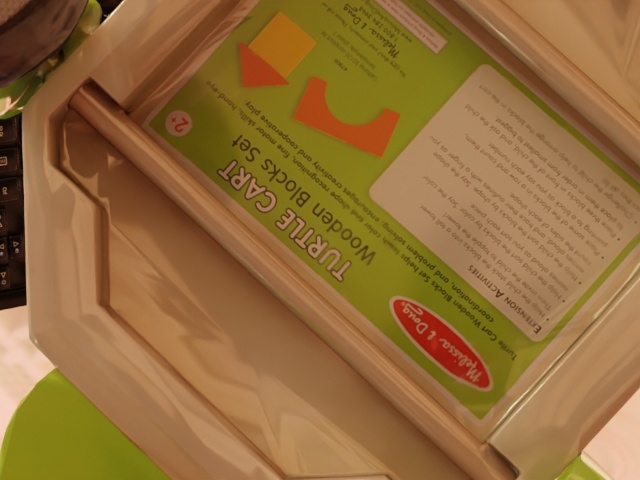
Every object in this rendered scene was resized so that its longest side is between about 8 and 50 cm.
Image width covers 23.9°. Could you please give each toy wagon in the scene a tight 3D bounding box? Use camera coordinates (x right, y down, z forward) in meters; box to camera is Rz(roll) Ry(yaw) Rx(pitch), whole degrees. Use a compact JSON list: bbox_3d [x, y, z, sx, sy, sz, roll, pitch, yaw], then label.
[{"bbox_3d":[0.000,0.000,0.528,0.267,0.344,0.068,43,-1,5],"label":"toy wagon"}]

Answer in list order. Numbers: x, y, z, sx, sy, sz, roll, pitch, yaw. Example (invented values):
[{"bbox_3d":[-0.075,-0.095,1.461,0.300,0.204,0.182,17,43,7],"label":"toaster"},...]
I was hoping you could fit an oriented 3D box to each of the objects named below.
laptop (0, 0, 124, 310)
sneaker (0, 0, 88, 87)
[{"bbox_3d":[-0.059,-0.074,0.629,0.136,0.264,0.234,25,-60,54],"label":"laptop"},{"bbox_3d":[-0.148,-0.122,0.285,0.271,0.100,0.108,44,-12,-30],"label":"sneaker"}]
